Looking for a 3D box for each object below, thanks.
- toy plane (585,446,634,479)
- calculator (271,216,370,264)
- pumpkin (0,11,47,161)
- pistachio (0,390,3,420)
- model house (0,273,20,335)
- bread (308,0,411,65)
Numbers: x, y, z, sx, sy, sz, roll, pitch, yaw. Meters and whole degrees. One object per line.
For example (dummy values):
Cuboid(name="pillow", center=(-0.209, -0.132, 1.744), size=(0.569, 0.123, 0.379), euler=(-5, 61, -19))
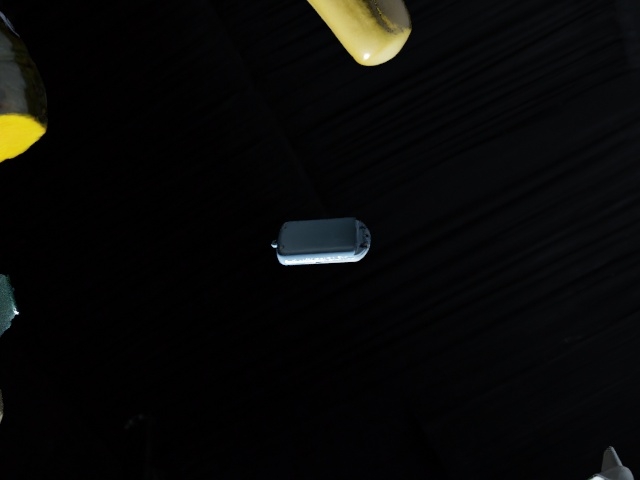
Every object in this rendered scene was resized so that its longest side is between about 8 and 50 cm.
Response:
Cuboid(name="toy plane", center=(0.348, 0.354, 0.793), size=(0.174, 0.174, 0.080), euler=(60, -167, -28))
Cuboid(name="calculator", center=(0.000, 0.000, 1.271), size=(0.121, 0.211, 0.039), euler=(-87, -9, -51))
Cuboid(name="pumpkin", center=(-0.363, -0.120, 0.467), size=(0.280, 0.190, 0.139), euler=(-24, -82, -65))
Cuboid(name="pistachio", center=(-0.604, 0.282, 1.009), size=(0.143, 0.144, 0.215), euler=(63, 149, 17))
Cuboid(name="model house", center=(-0.586, 0.124, 0.979), size=(0.148, 0.120, 0.148), euler=(-89, 4, -60))
Cuboid(name="bread", center=(0.061, -0.394, 0.975), size=(0.217, 0.147, 0.098), euler=(46, 145, -6))
